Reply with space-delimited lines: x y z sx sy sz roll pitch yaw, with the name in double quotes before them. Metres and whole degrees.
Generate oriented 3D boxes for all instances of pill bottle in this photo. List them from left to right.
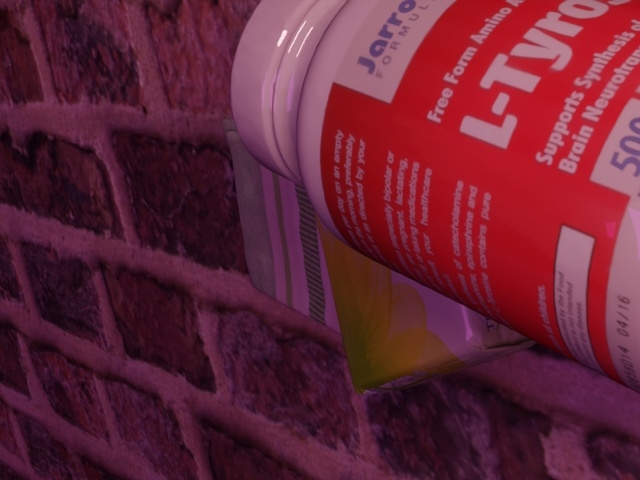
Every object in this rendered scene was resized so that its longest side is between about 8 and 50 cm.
"pill bottle" 0.134 -0.063 0.807 0.408 0.229 0.229 26 131 40

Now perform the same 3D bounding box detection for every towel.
"towel" 0.000 0.000 1.381 0.325 0.038 0.247 25 130 48

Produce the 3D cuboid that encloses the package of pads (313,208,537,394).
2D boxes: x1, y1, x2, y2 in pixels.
"package of pads" 0.086 -0.026 1.088 0.229 0.101 0.296 -31 70 60
